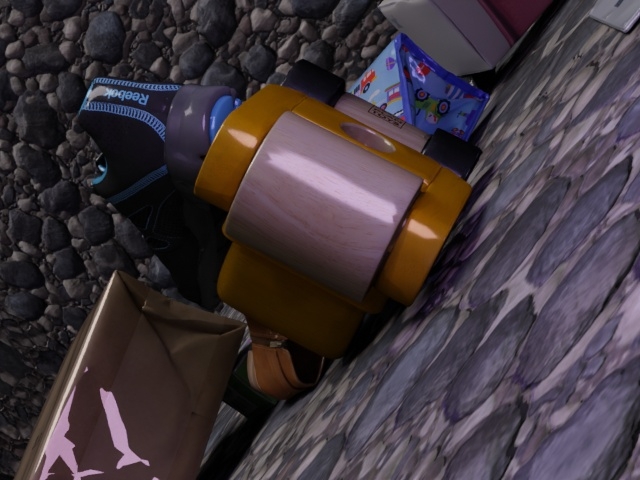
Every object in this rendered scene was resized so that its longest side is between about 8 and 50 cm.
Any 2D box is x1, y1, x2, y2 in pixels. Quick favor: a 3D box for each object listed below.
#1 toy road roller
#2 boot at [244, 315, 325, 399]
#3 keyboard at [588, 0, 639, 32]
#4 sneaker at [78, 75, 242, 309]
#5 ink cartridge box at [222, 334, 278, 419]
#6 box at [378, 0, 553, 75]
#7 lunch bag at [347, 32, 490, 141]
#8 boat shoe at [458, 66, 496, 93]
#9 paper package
[{"bbox_3d":[0.000,0.000,1.366,0.241,0.202,0.329,-64,-5,18],"label":"toy road roller"},{"bbox_3d":[-0.039,0.065,1.573,0.072,0.197,0.152,-8,-4,-19],"label":"boot"},{"bbox_3d":[0.277,-0.222,1.362,0.072,0.014,0.256,-57,3,11],"label":"keyboard"},{"bbox_3d":[-0.140,-0.051,1.469,0.341,0.139,0.125,89,-162,-58],"label":"sneaker"},{"bbox_3d":[-0.036,0.101,1.767,0.209,0.062,0.109,-55,5,-23],"label":"ink cartridge box"},{"bbox_3d":[0.209,-0.324,1.850,0.232,0.127,0.148,-48,16,-13],"label":"box"},{"bbox_3d":[0.060,-0.049,1.653,0.221,0.138,0.293,-48,17,32],"label":"lunch bag"},{"bbox_3d":[0.199,-0.207,1.897,0.040,0.049,0.142,-31,19,35],"label":"boat shoe"},{"bbox_3d":[-0.241,0.233,1.753,0.325,0.168,0.310,132,157,-64],"label":"paper package"}]
